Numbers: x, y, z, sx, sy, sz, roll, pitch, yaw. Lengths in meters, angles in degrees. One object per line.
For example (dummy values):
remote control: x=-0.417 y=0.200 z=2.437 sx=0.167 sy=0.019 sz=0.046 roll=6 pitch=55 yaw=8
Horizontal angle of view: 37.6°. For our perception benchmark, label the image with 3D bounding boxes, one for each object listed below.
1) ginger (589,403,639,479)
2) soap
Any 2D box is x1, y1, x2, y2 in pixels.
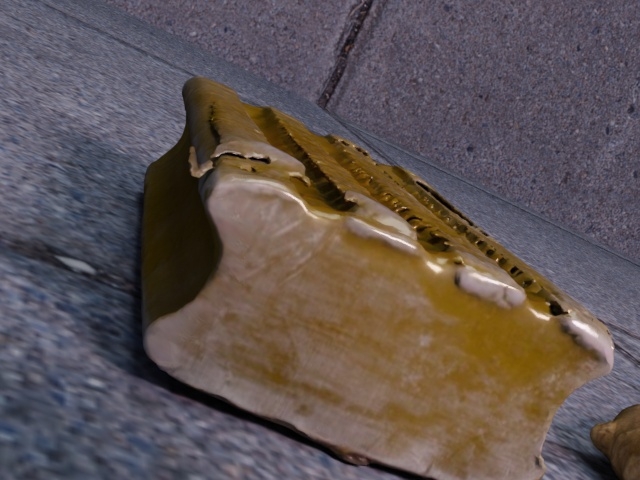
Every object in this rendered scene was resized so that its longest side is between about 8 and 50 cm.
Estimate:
ginger: x=0.248 y=0.118 z=0.549 sx=0.089 sy=0.075 sz=0.288 roll=6 pitch=-2 yaw=45
soap: x=0.000 y=0.000 z=0.456 sx=0.173 sy=0.089 sz=0.274 roll=23 pitch=11 yaw=-15
